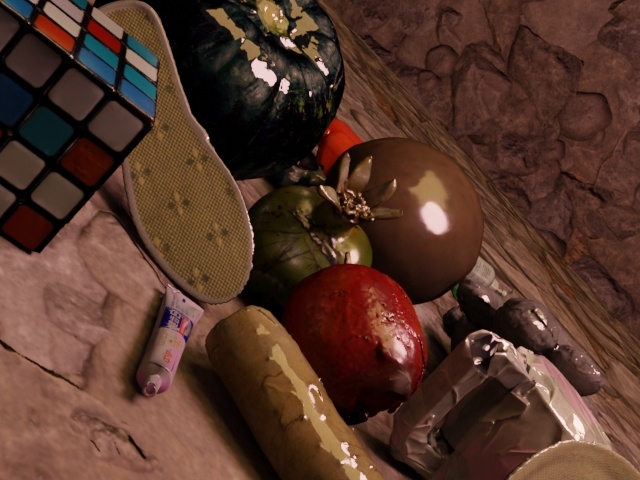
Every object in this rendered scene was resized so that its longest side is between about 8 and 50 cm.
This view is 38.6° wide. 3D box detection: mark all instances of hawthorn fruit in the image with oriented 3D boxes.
[{"bbox_3d":[0.026,0.088,0.871,0.148,0.148,0.172,23,56,-51],"label":"hawthorn fruit"}]

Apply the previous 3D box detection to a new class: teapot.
[{"bbox_3d":[0.188,0.215,0.948,0.221,0.178,0.163,31,23,-55],"label":"teapot"}]

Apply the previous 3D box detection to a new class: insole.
[{"bbox_3d":[-0.149,-0.089,0.888,0.007,0.109,0.322,131,-61,-75],"label":"insole"}]

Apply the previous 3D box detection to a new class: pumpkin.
[{"bbox_3d":[-0.123,-0.208,1.074,0.315,0.238,0.315,28,42,-29],"label":"pumpkin"}]

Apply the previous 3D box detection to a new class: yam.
[{"bbox_3d":[0.028,0.215,0.740,0.372,0.083,0.083,54,19,17],"label":"yam"}]

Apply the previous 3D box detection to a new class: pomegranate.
[{"bbox_3d":[0.000,0.000,0.961,0.152,0.191,0.131,39,33,-16],"label":"pomegranate"}]

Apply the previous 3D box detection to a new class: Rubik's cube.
[{"bbox_3d":[-0.236,-0.116,0.733,0.154,0.155,0.151,38,19,-25],"label":"Rubik's cube"}]

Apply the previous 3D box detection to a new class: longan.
[{"bbox_3d":[0.100,-0.028,1.211,0.248,0.248,0.248,41,19,-17],"label":"longan"}]

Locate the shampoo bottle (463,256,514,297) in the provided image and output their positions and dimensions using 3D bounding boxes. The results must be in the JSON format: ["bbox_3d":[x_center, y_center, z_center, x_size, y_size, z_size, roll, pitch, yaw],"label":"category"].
[{"bbox_3d":[0.281,0.054,1.690,0.195,0.056,0.056,37,20,-29],"label":"shampoo bottle"}]

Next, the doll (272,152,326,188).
[{"bbox_3d":[-0.036,-0.111,1.315,0.096,0.070,0.195,28,13,-7],"label":"doll"}]

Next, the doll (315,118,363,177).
[{"bbox_3d":[0.085,-0.089,1.445,0.290,0.130,0.161,46,19,18],"label":"doll"}]

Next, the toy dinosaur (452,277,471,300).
[{"bbox_3d":[0.247,0.091,1.588,0.060,0.029,0.120,-15,59,-51],"label":"toy dinosaur"}]

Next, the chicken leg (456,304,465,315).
[{"bbox_3d":[0.228,0.129,1.443,0.062,0.037,0.145,69,20,-1],"label":"chicken leg"}]

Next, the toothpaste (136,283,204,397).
[{"bbox_3d":[-0.126,0.082,0.761,0.045,0.028,0.170,35,18,-11],"label":"toothpaste"}]

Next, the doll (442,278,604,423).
[{"bbox_3d":[0.245,0.161,1.179,0.246,0.158,0.340,45,0,3],"label":"doll"}]

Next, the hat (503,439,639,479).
[{"bbox_3d":[0.199,0.305,0.849,0.252,0.252,0.110,39,-22,-22],"label":"hat"}]
